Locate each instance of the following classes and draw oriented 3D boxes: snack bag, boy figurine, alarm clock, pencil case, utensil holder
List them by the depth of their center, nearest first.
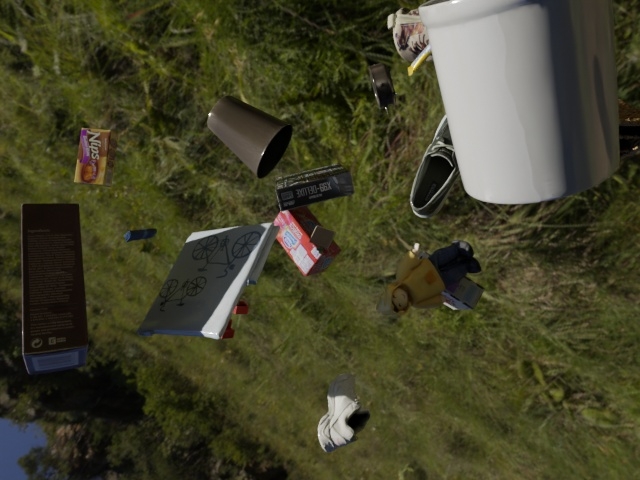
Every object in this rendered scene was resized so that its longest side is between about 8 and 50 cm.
[{"bbox_3d":[0.395,-0.308,1.001,0.327,0.327,0.385,-98,-11,-66],"label":"utensil holder"},{"bbox_3d":[-0.284,0.102,1.307,0.037,0.323,0.342,51,-133,-38],"label":"snack bag"},{"bbox_3d":[0.261,0.097,1.314,0.177,0.285,0.092,66,164,-10],"label":"boy figurine"},{"bbox_3d":[0.399,-0.610,1.458,0.410,0.160,0.183,7,161,38],"label":"pencil case"},{"bbox_3d":[0.185,-0.478,1.559,0.129,0.064,0.192,66,-172,-46],"label":"alarm clock"}]

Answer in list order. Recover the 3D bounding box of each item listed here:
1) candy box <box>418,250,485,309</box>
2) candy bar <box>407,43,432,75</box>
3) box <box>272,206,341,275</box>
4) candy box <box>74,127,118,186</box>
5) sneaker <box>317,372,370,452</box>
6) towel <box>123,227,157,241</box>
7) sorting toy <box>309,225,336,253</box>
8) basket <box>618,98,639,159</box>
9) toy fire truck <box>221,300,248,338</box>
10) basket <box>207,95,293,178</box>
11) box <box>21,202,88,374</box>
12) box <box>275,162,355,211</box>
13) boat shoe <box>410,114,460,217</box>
[{"bbox_3d":[0.336,0.117,1.453,0.196,0.070,0.165,31,171,1],"label":"candy box"},{"bbox_3d":[0.289,-0.511,1.380,0.018,0.161,0.040,24,-136,-22],"label":"candy bar"},{"bbox_3d":[-0.059,-0.005,1.955,0.122,0.128,0.257,-8,-128,-49],"label":"box"},{"bbox_3d":[-0.749,-0.278,1.729,0.109,0.186,0.053,7,178,8],"label":"candy box"},{"bbox_3d":[0.075,0.423,1.287,0.090,0.115,0.232,64,-156,-25],"label":"sneaker"},{"bbox_3d":[-0.726,-0.023,2.086,0.119,0.067,0.029,-8,-109,-45],"label":"towel"},{"bbox_3d":[0.000,0.000,1.435,0.062,0.083,0.012,17,-152,-18],"label":"sorting toy"},{"bbox_3d":[0.880,-0.322,1.652,0.299,0.213,0.223,-2,-146,-13],"label":"basket"},{"bbox_3d":[-0.310,0.240,1.653,0.047,0.135,0.192,6,-172,-42],"label":"toy fire truck"},{"bbox_3d":[-0.228,-0.342,1.621,0.227,0.204,0.154,38,-148,10],"label":"basket"},{"bbox_3d":[-0.661,0.116,1.282,0.143,0.191,0.381,-4,-114,-27],"label":"box"},{"bbox_3d":[-0.027,-0.187,1.741,0.307,0.242,0.076,-111,8,-75],"label":"box"},{"bbox_3d":[0.339,-0.216,1.381,0.121,0.335,0.119,22,-174,17],"label":"boat shoe"}]
